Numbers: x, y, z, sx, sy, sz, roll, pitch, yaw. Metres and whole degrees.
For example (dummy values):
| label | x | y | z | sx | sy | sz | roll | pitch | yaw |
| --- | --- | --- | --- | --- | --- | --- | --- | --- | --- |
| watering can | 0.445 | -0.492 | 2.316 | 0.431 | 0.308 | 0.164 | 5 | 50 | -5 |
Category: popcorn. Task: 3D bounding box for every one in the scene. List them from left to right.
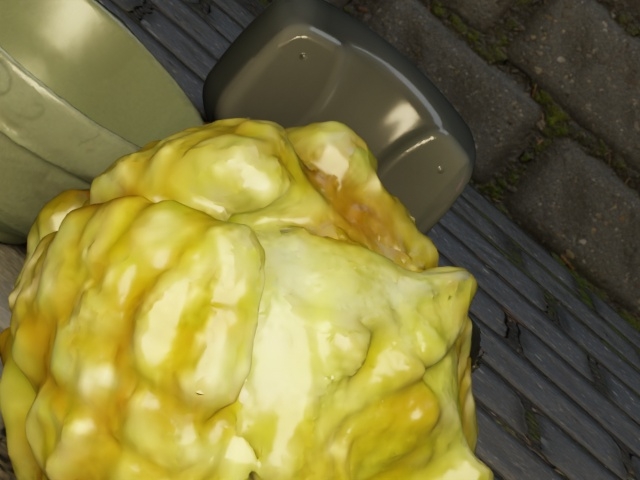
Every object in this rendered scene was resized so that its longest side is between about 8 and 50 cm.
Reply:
| label | x | y | z | sx | sy | sz | roll | pitch | yaw |
| --- | --- | --- | --- | --- | --- | --- | --- | --- | --- |
| popcorn | -0.043 | 0.097 | 1.123 | 0.279 | 0.274 | 0.335 | -26 | 110 | -63 |

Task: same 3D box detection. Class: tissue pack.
| label | x | y | z | sx | sy | sz | roll | pitch | yaw |
| --- | --- | --- | --- | --- | --- | --- | --- | --- | --- |
| tissue pack | 0.024 | -0.150 | 2.420 | 0.333 | 0.229 | 0.236 | 39 | 14 | -14 |

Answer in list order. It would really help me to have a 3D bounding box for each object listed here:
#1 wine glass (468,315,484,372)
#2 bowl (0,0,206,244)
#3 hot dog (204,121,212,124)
| label | x | y | z | sx | sy | sz | roll | pitch | yaw |
| --- | --- | --- | --- | --- | --- | --- | --- | --- | --- |
| wine glass | 0.090 | 0.087 | 2.078 | 0.222 | 0.103 | 0.103 | 27 | 18 | -52 |
| bowl | -0.248 | -0.112 | 1.523 | 0.307 | 0.163 | 0.307 | 41 | 12 | -10 |
| hot dog | -0.054 | 0.005 | 1.815 | 0.153 | 0.150 | 0.256 | 14 | 28 | -47 |
